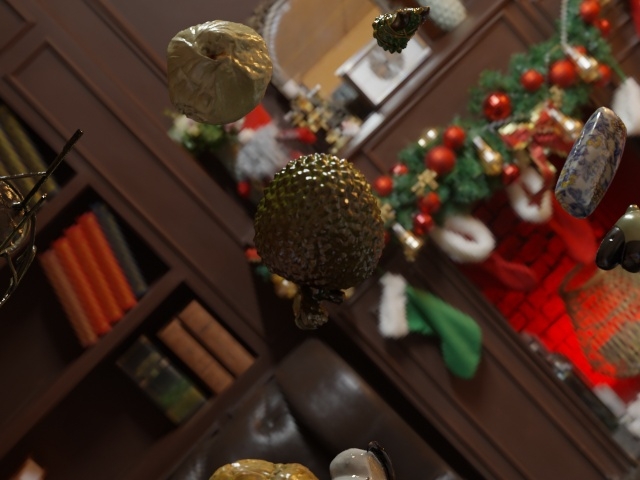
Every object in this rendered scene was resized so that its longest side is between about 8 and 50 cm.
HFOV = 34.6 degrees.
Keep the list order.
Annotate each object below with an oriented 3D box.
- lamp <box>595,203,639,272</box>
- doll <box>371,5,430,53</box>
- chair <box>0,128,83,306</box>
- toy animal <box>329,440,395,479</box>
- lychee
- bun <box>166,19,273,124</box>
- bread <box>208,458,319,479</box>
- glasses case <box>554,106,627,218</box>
[{"bbox_3d":[0.569,0.035,1.598,0.243,0.198,0.198,21,61,42],"label":"lamp"},{"bbox_3d":[0.150,-0.375,1.834,0.078,0.077,0.113,-17,10,-34],"label":"doll"},{"bbox_3d":[-0.444,-0.032,1.358,0.326,0.170,0.160,-46,21,42],"label":"chair"},{"bbox_3d":[-0.036,0.447,1.328,0.357,0.194,0.258,-33,29,21],"label":"toy animal"},{"bbox_3d":[0.000,-0.012,2.056,0.269,0.320,0.270,-16,25,7],"label":"lychee"},{"bbox_3d":[-0.202,-0.335,2.000,0.220,0.220,0.134,-46,-16,-7],"label":"bun"},{"bbox_3d":[-0.090,0.442,1.721,0.244,0.244,0.134,180,90,-74],"label":"bread"},{"bbox_3d":[0.498,-0.143,1.879,0.065,0.087,0.248,-27,26,51],"label":"glasses case"}]
